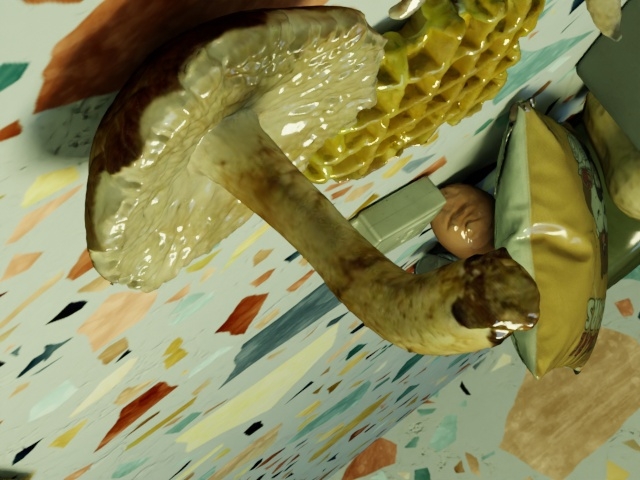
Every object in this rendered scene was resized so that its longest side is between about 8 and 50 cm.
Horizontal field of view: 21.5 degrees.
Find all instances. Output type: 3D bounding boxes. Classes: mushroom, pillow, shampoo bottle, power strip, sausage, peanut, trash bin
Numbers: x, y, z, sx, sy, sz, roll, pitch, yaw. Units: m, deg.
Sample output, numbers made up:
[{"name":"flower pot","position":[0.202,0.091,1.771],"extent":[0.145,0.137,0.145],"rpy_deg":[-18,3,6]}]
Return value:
[{"name":"mushroom","position":[-0.033,-0.007,1.022],"extent":[0.208,0.301,0.233],"rpy_deg":[4,133,-22]},{"name":"pillow","position":[0.265,0.004,1.927],"extent":[0.119,0.312,0.310],"rpy_deg":[-2,178,14]},{"name":"shampoo bottle","position":[0.197,0.030,2.287],"extent":[0.098,0.071,0.309],"rpy_deg":[-40,166,19]},{"name":"power strip","position":[0.060,-0.009,1.807],"extent":[0.175,0.042,0.075],"rpy_deg":[-30,167,-33]},{"name":"sausage","position":[0.186,-0.017,2.039],"extent":[0.086,0.086,0.289],"rpy_deg":[-40,168,8]},{"name":"peanut","position":[0.365,-0.114,1.954],"extent":[0.110,0.236,0.120],"rpy_deg":[5,135,-6]},{"name":"trash bin","position":[0.402,-0.151,1.814],"extent":[0.101,0.236,0.176],"rpy_deg":[-31,165,-32]}]

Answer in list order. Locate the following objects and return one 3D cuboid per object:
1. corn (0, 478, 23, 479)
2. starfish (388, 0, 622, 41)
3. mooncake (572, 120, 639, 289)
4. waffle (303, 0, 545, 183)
[{"name":"corn","position":[-0.314,0.271,1.690],"extent":[0.068,0.068,0.207],"rpy_deg":[-39,170,2]},{"name":"starfish","position":[0.244,-0.284,1.145],"extent":[0.398,0.132,0.384],"rpy_deg":[-47,180,-30]},{"name":"mooncake","position":[0.389,-0.065,2.221],"extent":[0.351,0.187,0.351],"rpy_deg":[-37,172,-6]},{"name":"waffle","position":[0.082,-0.137,1.366],"extent":[0.229,0.057,0.219],"rpy_deg":[-31,166,-28]}]
